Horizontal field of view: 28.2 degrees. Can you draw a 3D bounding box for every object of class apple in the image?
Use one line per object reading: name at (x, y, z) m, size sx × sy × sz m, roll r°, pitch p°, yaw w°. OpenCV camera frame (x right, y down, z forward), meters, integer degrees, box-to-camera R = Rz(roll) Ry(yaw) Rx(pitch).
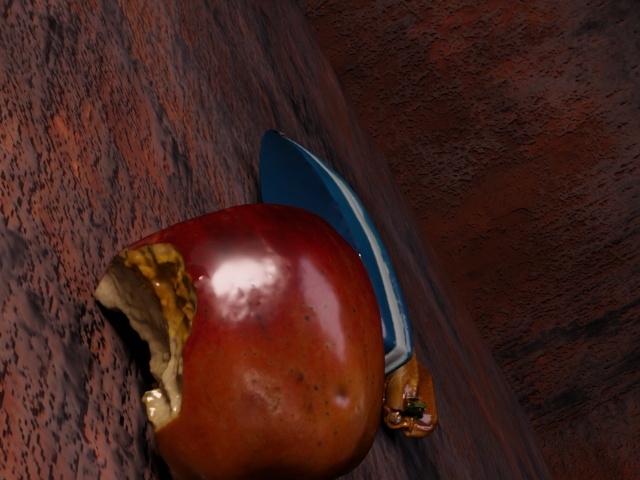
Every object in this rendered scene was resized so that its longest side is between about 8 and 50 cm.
apple at (-0.033, 0.063, 0.704) m, size 0.156 × 0.147 × 0.158 m, roll 111°, pitch -43°, yaw -73°

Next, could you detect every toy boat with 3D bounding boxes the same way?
toy boat at (0.000, 0.000, 1.229) m, size 0.061 × 0.096 × 0.299 m, roll 35°, pitch 26°, yaw -54°

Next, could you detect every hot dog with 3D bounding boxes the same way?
hot dog at (0.093, 0.166, 1.392) m, size 0.072 × 0.055 × 0.188 m, roll 59°, pitch 10°, yaw -9°
